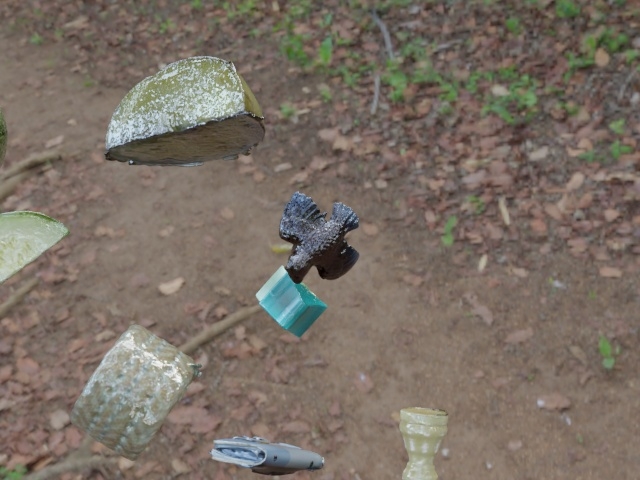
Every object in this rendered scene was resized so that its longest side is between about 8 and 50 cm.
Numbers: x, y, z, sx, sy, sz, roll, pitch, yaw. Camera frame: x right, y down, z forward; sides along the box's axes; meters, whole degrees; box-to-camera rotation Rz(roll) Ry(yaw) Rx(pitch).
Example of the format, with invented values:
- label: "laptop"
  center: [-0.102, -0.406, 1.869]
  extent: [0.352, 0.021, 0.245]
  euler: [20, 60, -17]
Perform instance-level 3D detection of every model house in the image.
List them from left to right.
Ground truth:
- label: "model house"
  center: [-0.065, 0.141, 1.909]
  extent: [0.100, 0.127, 0.149]
  euler: [-48, 16, 2]

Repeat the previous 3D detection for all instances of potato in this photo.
- label: "potato"
  center: [-0.146, -0.157, 1.054]
  extent: [0.243, 0.138, 0.098]
  euler: [-8, 77, 33]

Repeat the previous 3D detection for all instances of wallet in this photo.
- label: "wallet"
  center: [-0.118, 0.467, 1.832]
  extent: [0.170, 0.231, 0.069]
  euler: [4, 78, 36]

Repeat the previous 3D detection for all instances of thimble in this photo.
- label: "thimble"
  center: [-0.307, 0.256, 1.409]
  extent: [0.148, 0.229, 0.196]
  euler: [34, 56, -1]

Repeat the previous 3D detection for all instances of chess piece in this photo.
- label: "chess piece"
  center: [0.138, 0.290, 1.143]
  extent: [0.066, 0.122, 0.066]
  euler: [2, -3, 0]

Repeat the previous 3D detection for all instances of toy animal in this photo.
- label: "toy animal"
  center: [-0.005, 0.006, 1.801]
  extent: [0.116, 0.218, 0.179]
  euler: [-19, 30, 43]

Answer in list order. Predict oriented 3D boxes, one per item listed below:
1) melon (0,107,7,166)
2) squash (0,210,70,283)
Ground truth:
- label: "melon"
  center: [-0.362, -0.098, 0.780]
  extent: [0.139, 0.139, 0.192]
  euler: [-11, 15, 4]
- label: "squash"
  center: [-0.562, 0.042, 1.368]
  extent: [0.289, 0.111, 0.203]
  euler: [-38, 9, -6]
